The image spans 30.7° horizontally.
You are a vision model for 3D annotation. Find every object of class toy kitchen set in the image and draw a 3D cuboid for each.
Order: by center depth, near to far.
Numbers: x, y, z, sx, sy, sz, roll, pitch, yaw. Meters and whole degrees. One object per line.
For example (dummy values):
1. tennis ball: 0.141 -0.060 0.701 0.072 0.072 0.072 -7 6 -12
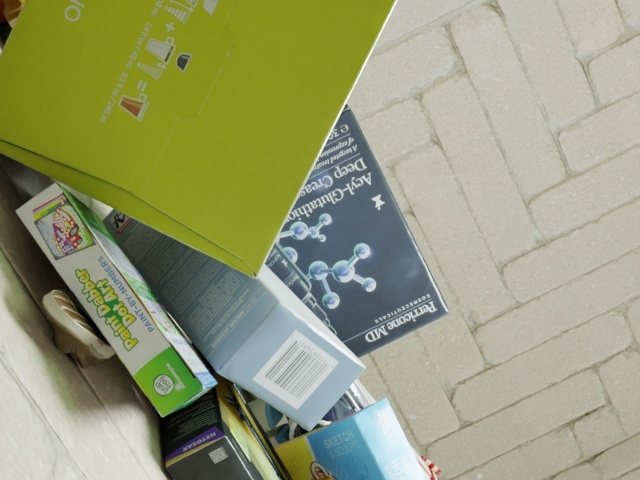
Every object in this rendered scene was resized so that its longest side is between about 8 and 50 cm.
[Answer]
1. toy kitchen set: -0.018 0.318 1.885 0.207 0.122 0.166 63 28 -11

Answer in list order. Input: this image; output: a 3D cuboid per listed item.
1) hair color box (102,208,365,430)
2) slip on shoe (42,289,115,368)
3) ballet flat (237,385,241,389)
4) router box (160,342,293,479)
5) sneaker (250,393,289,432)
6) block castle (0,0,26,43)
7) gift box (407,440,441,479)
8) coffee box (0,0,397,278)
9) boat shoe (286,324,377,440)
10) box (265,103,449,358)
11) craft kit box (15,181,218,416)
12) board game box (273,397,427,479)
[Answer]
1. hair color box: -0.122 0.067 1.490 0.185 0.113 0.374 41 1 -42
2. slip on shoe: -0.238 0.089 1.113 0.051 0.041 0.135 54 -3 21
3. ballet flat: -0.151 0.194 1.821 0.077 0.077 0.231 42 -4 8
4. router box: -0.095 0.305 1.445 0.309 0.081 0.243 62 1 -26
5. sneaker: -0.099 0.246 2.033 0.169 0.108 0.292 59 -5 -33
6. block castle: -0.294 -0.345 1.613 0.213 0.303 0.453 66 4 33
7. gift box: 0.127 0.529 2.013 0.276 0.255 0.258 57 5 -15
8. coffee box: -0.140 -0.198 1.305 0.338 0.337 0.334 27 6 -4
9. boat shoe: -0.013 0.238 1.759 0.340 0.127 0.158 47 24 -10
10. box: 0.000 0.000 2.024 0.395 0.293 0.212 63 2 -9
11. craft kit box: -0.204 0.067 1.220 0.246 0.061 0.250 56 -5 5
12. board game box: 0.037 0.372 1.606 0.316 0.064 0.242 -35 -101 52
